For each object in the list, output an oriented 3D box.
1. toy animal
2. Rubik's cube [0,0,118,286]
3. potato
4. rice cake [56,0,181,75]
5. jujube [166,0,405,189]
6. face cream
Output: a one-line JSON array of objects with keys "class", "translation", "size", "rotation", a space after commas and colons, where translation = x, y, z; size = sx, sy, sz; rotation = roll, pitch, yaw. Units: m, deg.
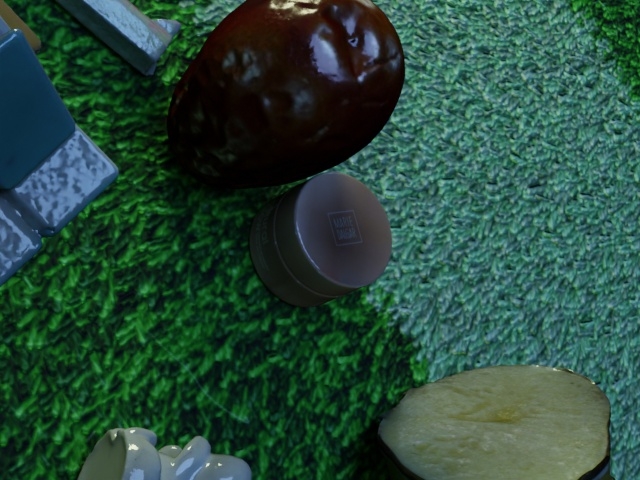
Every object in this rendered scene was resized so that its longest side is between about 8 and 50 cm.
[{"class": "toy animal", "translation": [-0.160, 0.292, 1.313], "size": [0.193, 0.127, 0.178], "rotation": [36, 57, -23]}, {"class": "Rubik's cube", "translation": [-0.398, -0.096, 1.082], "size": [0.368, 0.387, 0.358], "rotation": [46, 77, -8]}, {"class": "potato", "translation": [0.213, 0.358, 1.547], "size": [0.397, 0.290, 0.295], "rotation": [-69, 158, -73]}, {"class": "rice cake", "translation": [-0.288, -0.314, 1.493], "size": [0.290, 0.051, 0.081], "rotation": [41, 62, -20]}, {"class": "jujube", "translation": [-0.049, -0.167, 1.443], "size": [0.223, 0.318, 0.223], "rotation": [13, 66, -32]}, {"class": "face cream", "translation": [0.000, 0.000, 1.557], "size": [0.149, 0.104, 0.149], "rotation": [14, 65, -33]}]
